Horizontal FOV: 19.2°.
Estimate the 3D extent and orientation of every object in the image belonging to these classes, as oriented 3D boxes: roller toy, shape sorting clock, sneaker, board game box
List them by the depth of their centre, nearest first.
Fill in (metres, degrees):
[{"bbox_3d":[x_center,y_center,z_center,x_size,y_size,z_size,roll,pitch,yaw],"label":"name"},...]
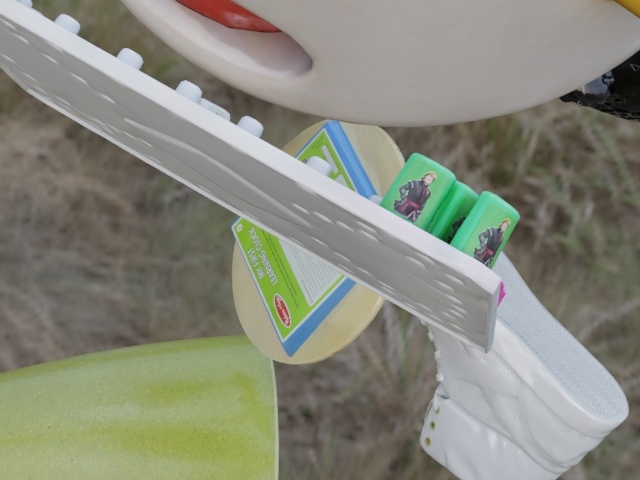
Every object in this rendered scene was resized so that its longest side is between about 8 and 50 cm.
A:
[{"bbox_3d":[0.022,-0.133,0.438,0.191,0.146,0.209,-4,72,-3],"label":"roller toy"},{"bbox_3d":[-0.053,-0.061,1.181,0.390,0.390,0.050,30,85,8],"label":"board game box"},{"bbox_3d":[0.000,0.000,1.518,0.040,0.206,0.206,25,24,-41],"label":"shape sorting clock"},{"bbox_3d":[0.113,0.098,1.633,0.108,0.169,0.292,-15,59,-49],"label":"sneaker"}]

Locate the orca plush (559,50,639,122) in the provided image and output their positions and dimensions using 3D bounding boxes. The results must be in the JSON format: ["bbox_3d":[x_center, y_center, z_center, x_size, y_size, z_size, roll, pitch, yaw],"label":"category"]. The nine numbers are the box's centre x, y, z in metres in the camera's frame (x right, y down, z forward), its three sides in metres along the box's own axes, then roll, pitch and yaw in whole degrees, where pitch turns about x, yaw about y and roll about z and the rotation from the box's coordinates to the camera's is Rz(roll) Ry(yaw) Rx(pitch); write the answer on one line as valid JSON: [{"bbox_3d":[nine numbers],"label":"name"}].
[{"bbox_3d":[0.089,-0.070,0.705,0.287,0.151,0.102,43,36,-32],"label":"orca plush"}]

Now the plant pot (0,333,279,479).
[{"bbox_3d":[-0.203,0.208,1.627,0.293,0.275,0.275,4,38,-10],"label":"plant pot"}]
